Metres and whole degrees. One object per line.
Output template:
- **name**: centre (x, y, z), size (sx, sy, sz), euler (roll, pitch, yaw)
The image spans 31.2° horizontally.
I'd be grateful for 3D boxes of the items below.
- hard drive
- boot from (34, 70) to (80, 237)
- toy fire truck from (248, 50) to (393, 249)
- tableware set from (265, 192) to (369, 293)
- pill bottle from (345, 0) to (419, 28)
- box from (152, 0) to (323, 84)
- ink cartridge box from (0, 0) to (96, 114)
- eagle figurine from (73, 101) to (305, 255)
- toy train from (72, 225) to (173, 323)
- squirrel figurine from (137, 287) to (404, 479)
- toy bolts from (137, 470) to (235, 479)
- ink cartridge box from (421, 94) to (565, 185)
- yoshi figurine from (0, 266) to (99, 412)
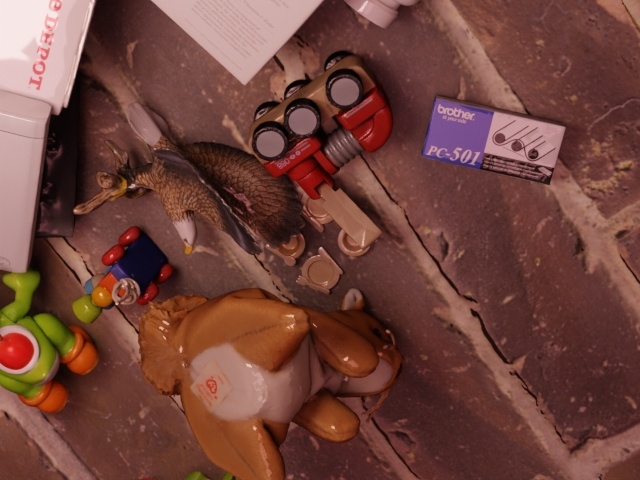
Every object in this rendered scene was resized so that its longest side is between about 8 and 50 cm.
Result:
- **hard drive**: centre (-0.530, -0.094, 1.684), size (0.233, 0.047, 0.353), euler (14, 140, -9)
- **boot**: centre (-0.556, -0.230, 1.816), size (0.367, 0.146, 0.445), euler (8, 113, 4)
- **toy fire truck**: centre (0.035, -0.133, 1.790), size (0.217, 0.158, 0.246), euler (-34, 113, 14)
- **tableware set**: centre (0.000, 0.000, 1.892), size (0.141, 0.020, 0.168), euler (38, 107, -7)
- **pill bottle**: centre (0.125, -0.423, 1.694), size (0.118, 0.117, 0.208), euler (34, 108, -6)
- **box**: centre (-0.064, -0.420, 1.609), size (0.215, 0.168, 0.345), euler (42, 137, -8)
- **ink cartridge box**: centre (-0.508, -0.374, 1.601), size (0.395, 0.166, 0.285), euler (16, 106, -11)
- **eagle figurine**: centre (-0.191, -0.076, 1.790), size (0.298, 0.226, 0.225), euler (4, 146, 21)
- **toy train**: centre (-0.341, 0.084, 1.833), size (0.143, 0.248, 0.105), euler (-36, 101, 19)
- **squirrel figurine**: centre (-0.071, 0.174, 1.813), size (0.397, 0.370, 0.280), euler (12, 105, 36)
- **toy bolts**: centre (-0.248, 0.521, 2.000), size (0.229, 0.218, 0.158), euler (-9, 114, 27)
- **ink cartridge box**: centre (0.270, -0.159, 1.802), size (0.207, 0.046, 0.097), euler (12, 107, 1)
- **yoshi figurine**: centre (-0.547, 0.137, 1.854), size (0.203, 0.203, 0.362), euler (-20, 143, 24)
